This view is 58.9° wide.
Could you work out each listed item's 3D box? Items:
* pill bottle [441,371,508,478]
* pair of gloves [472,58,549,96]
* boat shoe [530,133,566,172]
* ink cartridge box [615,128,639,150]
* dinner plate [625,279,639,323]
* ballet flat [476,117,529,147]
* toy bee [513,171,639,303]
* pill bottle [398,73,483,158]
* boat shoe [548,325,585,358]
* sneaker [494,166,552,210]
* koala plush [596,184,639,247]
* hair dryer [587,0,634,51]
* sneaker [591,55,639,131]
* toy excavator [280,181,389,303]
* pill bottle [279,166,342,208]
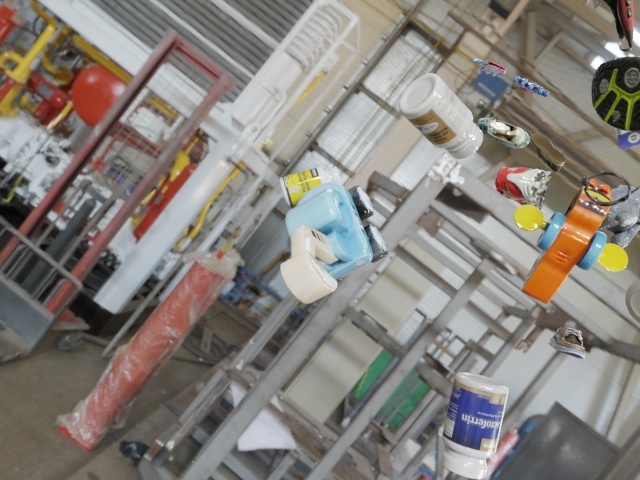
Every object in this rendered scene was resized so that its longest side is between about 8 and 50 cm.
[{"bbox_3d":[0.432,0.522,1.610,0.153,0.264,0.153,12,-1,0],"label":"pill bottle"},{"bbox_3d":[0.470,-0.404,1.410,0.198,0.023,0.159,27,17,4],"label":"pair of gloves"},{"bbox_3d":[0.661,-0.258,1.668,0.056,0.049,0.152,-4,45,-15],"label":"boat shoe"},{"bbox_3d":[0.875,-0.362,1.467,0.045,0.223,0.224,-79,146,-62],"label":"ink cartridge box"},{"bbox_3d":[0.919,0.179,1.591,0.017,0.141,0.141,-10,29,-29],"label":"dinner plate"},{"bbox_3d":[0.560,-0.322,1.700,0.189,0.070,0.070,10,9,-16],"label":"ballet flat"},{"bbox_3d":[0.463,-0.024,0.993,0.195,0.162,0.298,43,-40,-1],"label":"toy bee"},{"bbox_3d":[0.325,-0.320,1.500,0.229,0.131,0.131,35,3,-32],"label":"pill bottle"},{"bbox_3d":[0.621,0.250,1.426,0.066,0.066,0.183,20,1,5],"label":"boat shoe"},{"bbox_3d":[0.489,-0.137,1.383,0.118,0.107,0.279,19,3,26],"label":"sneaker"},{"bbox_3d":[0.989,-0.102,1.907,0.221,0.203,0.196,6,38,-51],"label":"koala plush"},{"bbox_3d":[0.738,-0.601,1.362,0.223,0.080,0.293,59,10,9],"label":"hair dryer"},{"bbox_3d":[0.681,-0.273,1.060,0.147,0.145,0.385,-9,22,-20],"label":"sneaker"},{"bbox_3d":[0.000,0.000,1.524,0.445,0.222,0.432,31,35,-54],"label":"toy excavator"},{"bbox_3d":[-0.030,-0.173,1.788,0.103,0.184,0.103,163,-90,-88],"label":"pill bottle"}]
